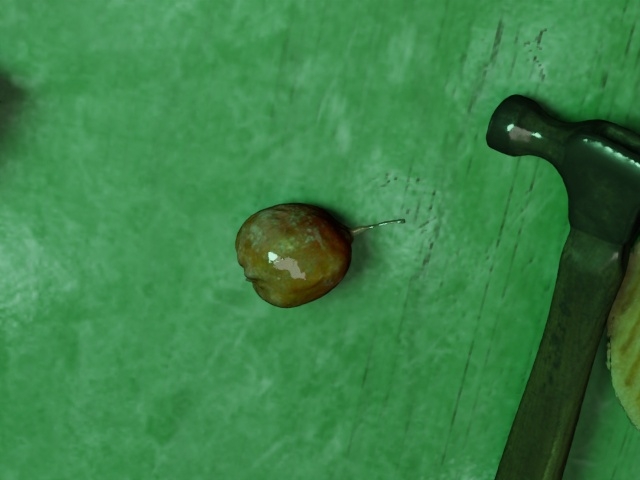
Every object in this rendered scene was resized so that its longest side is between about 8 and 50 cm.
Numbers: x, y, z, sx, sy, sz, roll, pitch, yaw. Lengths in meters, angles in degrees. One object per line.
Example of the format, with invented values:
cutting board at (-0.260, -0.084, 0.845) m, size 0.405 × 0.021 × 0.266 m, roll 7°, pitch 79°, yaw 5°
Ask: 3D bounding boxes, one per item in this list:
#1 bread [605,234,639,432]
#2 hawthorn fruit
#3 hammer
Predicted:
bread at (0.308, 0.050, 0.975) m, size 0.267 × 0.040 × 0.267 m, roll 0°, pitch 117°, yaw -1°
hawthorn fruit at (0.000, 0.000, 0.939) m, size 0.103 × 0.067 × 0.066 m, roll -26°, pitch 114°, yaw -1°
hammer at (0.140, 0.126, 0.990) m, size 0.168 × 0.044 × 0.439 m, roll 27°, pitch 125°, yaw 23°
